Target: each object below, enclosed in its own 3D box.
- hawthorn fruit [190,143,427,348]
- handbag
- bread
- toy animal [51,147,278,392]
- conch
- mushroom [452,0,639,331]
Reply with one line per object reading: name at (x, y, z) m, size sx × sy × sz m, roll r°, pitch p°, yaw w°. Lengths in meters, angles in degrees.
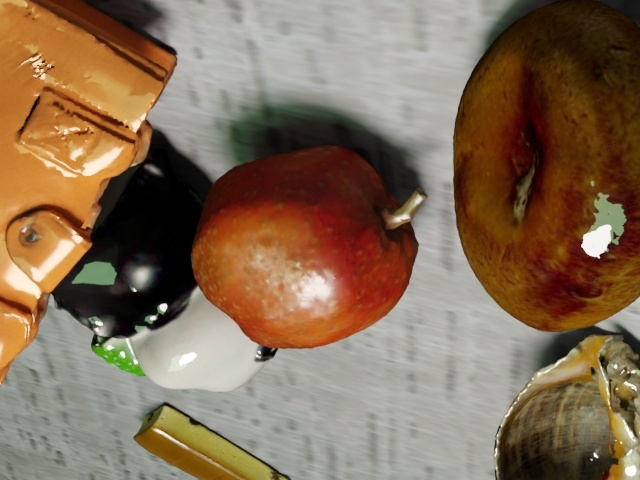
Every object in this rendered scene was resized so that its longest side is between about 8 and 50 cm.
hawthorn fruit at (0.000, 0.000, 1.486) m, size 0.253 × 0.205 × 0.205 m, roll -21°, pitch 126°, yaw 43°
handbag at (-0.354, -0.062, 1.477) m, size 0.303 × 0.116 × 0.410 m, roll 30°, pitch 103°, yaw -8°
bread at (-0.151, 0.313, 2.171) m, size 0.226 × 0.049 × 0.088 m, roll 33°, pitch 147°, yaw -13°
toy animal at (-0.169, 0.055, 1.666) m, size 0.212 × 0.212 × 0.267 m, roll -18°, pitch 121°, yaw 48°
conch at (0.308, 0.232, 1.647) m, size 0.210 × 0.159 × 0.291 m, roll -2°, pitch 100°, yaw 24°
mushroom at (0.216, -0.058, 1.265) m, size 0.267 × 0.267 × 0.254 m, roll -3°, pitch 172°, yaw 37°
